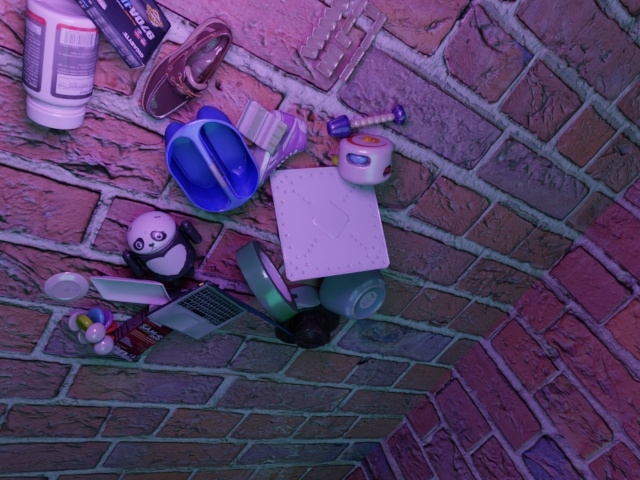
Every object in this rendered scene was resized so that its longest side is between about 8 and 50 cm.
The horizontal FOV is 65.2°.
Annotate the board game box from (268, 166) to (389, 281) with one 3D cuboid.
[{"bbox_3d":[0.029,-0.067,1.782,0.389,0.390,0.050,-7,169,-21],"label":"board game box"}]

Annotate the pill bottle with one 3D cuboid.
[{"bbox_3d":[-0.645,-0.435,1.239,0.161,0.161,0.283,5,126,-30],"label":"pill bottle"}]

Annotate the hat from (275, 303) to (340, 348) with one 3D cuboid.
[{"bbox_3d":[-0.037,0.416,2.305,0.331,0.134,0.332,-14,132,-16],"label":"hat"}]

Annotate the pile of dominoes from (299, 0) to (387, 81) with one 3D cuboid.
[{"bbox_3d":[0.062,-0.628,1.526,0.196,0.040,0.251,25,106,-39],"label":"pile of dominoes"}]

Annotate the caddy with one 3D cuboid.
[{"bbox_3d":[-0.335,-0.241,1.551,0.241,0.179,0.341,-29,135,-2],"label":"caddy"}]

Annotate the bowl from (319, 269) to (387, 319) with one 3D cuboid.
[{"bbox_3d":[0.166,0.225,2.176,0.311,0.163,0.312,-21,133,-25],"label":"bowl"}]

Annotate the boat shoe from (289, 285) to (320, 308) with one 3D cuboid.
[{"bbox_3d":[-0.116,0.258,2.162,0.267,0.096,0.088,-5,162,-39],"label":"boat shoe"}]

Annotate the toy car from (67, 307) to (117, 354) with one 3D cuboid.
[{"bbox_3d":[-0.820,0.320,1.843,0.136,0.159,0.182,-47,145,-34],"label":"toy car"}]

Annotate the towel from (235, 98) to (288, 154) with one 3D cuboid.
[{"bbox_3d":[-0.184,-0.355,1.568,0.113,0.152,0.023,-57,173,28],"label":"towel"}]

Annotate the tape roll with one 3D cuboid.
[{"bbox_3d":[-0.197,0.152,1.859,0.077,0.321,0.321,-32,135,1],"label":"tape roll"}]

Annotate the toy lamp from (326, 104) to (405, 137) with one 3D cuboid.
[{"bbox_3d":[0.156,-0.407,1.719,0.274,0.080,0.080,-14,133,-14],"label":"toy lamp"}]

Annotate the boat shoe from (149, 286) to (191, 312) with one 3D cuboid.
[{"bbox_3d":[-0.510,0.226,1.931,0.302,0.091,0.114,10,139,-38],"label":"boat shoe"}]

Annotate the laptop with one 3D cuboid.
[{"bbox_3d":[-0.348,0.324,1.859,0.407,0.236,0.382,-29,152,3],"label":"laptop"}]

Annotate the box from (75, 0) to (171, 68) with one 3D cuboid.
[{"bbox_3d":[-0.476,-0.561,1.210,0.051,0.175,0.220,-3,143,27],"label":"box"}]

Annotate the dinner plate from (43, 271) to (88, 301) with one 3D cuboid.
[{"bbox_3d":[-0.888,0.169,1.750,0.141,0.017,0.141,-15,134,-16],"label":"dinner plate"}]

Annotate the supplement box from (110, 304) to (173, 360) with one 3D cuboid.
[{"bbox_3d":[-0.704,0.362,1.969,0.239,0.073,0.130,-36,134,5],"label":"supplement box"}]

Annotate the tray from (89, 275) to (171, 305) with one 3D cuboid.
[{"bbox_3d":[-0.664,0.173,1.775,0.270,0.030,0.145,5,143,7],"label":"tray"}]

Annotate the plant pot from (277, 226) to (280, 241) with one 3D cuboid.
[{"bbox_3d":[0.000,0.000,1.906,0.290,0.195,0.290,-14,136,-14],"label":"plant pot"}]

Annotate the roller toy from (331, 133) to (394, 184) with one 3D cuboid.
[{"bbox_3d":[0.160,-0.290,1.736,0.209,0.191,0.146,-8,121,-20],"label":"roller toy"}]

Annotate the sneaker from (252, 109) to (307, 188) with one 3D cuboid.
[{"bbox_3d":[-0.133,-0.282,1.672,0.161,0.102,0.282,8,124,-35],"label":"sneaker"}]

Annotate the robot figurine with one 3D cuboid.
[{"bbox_3d":[-0.530,0.030,1.691,0.209,0.173,0.278,-61,147,-32],"label":"robot figurine"}]

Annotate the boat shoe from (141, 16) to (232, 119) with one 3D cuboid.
[{"bbox_3d":[-0.366,-0.458,1.383,0.342,0.123,0.123,-41,134,11],"label":"boat shoe"}]
